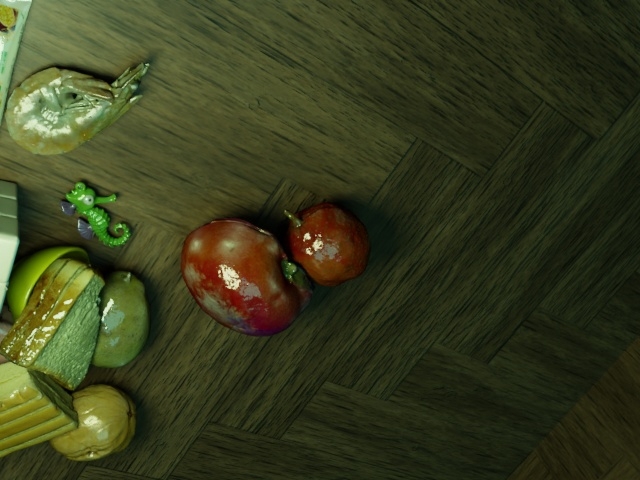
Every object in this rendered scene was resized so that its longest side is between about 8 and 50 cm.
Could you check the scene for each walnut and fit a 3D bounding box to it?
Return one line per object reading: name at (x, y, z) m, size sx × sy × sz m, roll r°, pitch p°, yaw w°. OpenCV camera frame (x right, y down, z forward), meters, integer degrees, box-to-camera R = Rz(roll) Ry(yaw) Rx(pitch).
walnut at (-0.577, 0.462, 1.911) m, size 0.222 × 0.195 × 0.195 m, roll -22°, pitch 127°, yaw 4°

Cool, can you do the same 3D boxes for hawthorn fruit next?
hawthorn fruit at (0.000, 0.000, 1.831) m, size 0.253 × 0.205 × 0.205 m, roll 30°, pitch 107°, yaw -35°

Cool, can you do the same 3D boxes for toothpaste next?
toothpaste at (-0.624, -0.331, 1.461) m, size 0.058 × 0.056 × 0.314 m, roll -21°, pitch 135°, yaw -58°

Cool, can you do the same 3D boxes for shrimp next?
shrimp at (-0.490, -0.287, 1.526) m, size 0.317 × 0.077 × 0.168 m, roll -33°, pitch 125°, yaw 5°

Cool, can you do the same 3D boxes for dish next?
dish at (-0.627, 0.119, 1.694) m, size 0.108 × 0.221 × 0.262 m, roll 23°, pitch 129°, yaw 13°

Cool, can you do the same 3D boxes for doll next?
doll at (-0.497, -0.055, 1.689) m, size 0.115 × 0.050 × 0.190 m, roll -22°, pitch 129°, yaw 2°

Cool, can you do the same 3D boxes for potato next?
potato at (-0.482, 0.181, 1.786) m, size 0.159 × 0.174 × 0.251 m, roll 24°, pitch 115°, yaw 12°

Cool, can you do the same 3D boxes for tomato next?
tomato at (-0.196, 0.122, 1.775) m, size 0.290 × 0.176 × 0.334 m, roll -8°, pitch 133°, yaw 31°

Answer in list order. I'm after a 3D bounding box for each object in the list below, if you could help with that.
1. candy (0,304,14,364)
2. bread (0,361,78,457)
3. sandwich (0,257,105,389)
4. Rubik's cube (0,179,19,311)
candy at (-0.775, 0.254, 1.750) m, size 0.256 × 0.094 × 0.255 m, roll -11°, pitch 125°, yaw -15°
bread at (-0.724, 0.387, 1.727) m, size 0.246 × 0.111 × 0.239 m, roll -22°, pitch 142°, yaw -2°
sandwich at (-0.548, 0.185, 1.653) m, size 0.288 × 0.100 × 0.254 m, roll 81°, pitch 33°, yaw -66°
Rubik's cube at (-0.767, 0.036, 1.470) m, size 0.291 × 0.290 × 0.291 m, roll 12°, pitch 109°, yaw -27°
